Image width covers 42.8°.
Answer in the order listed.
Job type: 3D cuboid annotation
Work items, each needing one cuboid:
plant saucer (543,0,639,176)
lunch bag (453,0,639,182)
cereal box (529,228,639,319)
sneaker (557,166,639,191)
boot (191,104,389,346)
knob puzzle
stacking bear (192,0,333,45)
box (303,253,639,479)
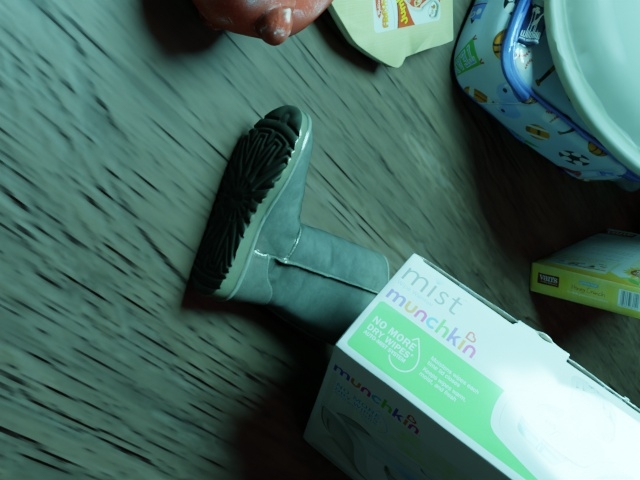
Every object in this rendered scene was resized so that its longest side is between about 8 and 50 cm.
[{"bbox_3d":[0.427,-0.233,0.807,0.400,0.100,0.401,1,82,-8],"label":"plant saucer"},{"bbox_3d":[0.301,-0.222,0.937,0.303,0.115,0.243,31,79,-31],"label":"lunch bag"},{"bbox_3d":[0.430,0.041,1.144,0.240,0.173,0.047,-16,112,-43],"label":"cereal box"},{"bbox_3d":[0.361,-0.114,1.109,0.223,0.083,0.098,39,82,-34],"label":"sneaker"},{"bbox_3d":[-0.001,-0.002,0.739,0.208,0.076,0.190,21,99,-41],"label":"boot"},{"bbox_3d":[0.056,-0.258,0.763,0.213,0.030,0.213,-16,113,-44],"label":"knob puzzle"},{"bbox_3d":[-0.024,-0.289,0.584,0.164,0.175,0.289,-4,111,-49],"label":"stacking bear"},{"bbox_3d":[0.134,0.176,0.735,0.127,0.262,0.231,-46,165,-29],"label":"box"}]
